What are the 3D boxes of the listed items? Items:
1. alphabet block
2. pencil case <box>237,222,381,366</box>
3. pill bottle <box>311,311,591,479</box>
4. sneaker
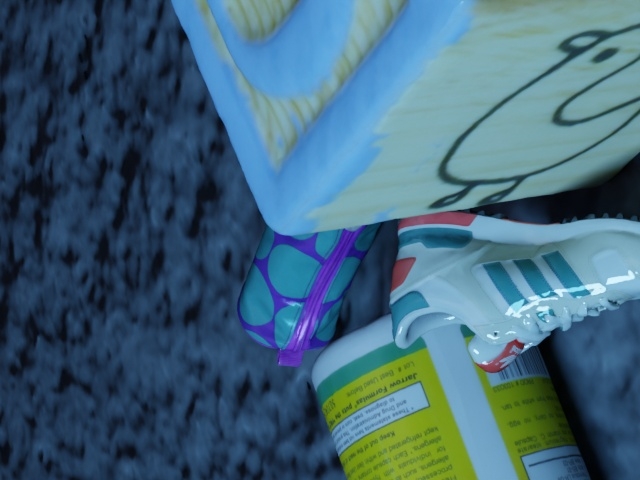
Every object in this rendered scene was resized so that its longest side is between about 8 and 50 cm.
[{"bbox_3d":[0.062,-0.136,0.778,0.192,0.197,0.193,-48,58,52],"label":"alphabet block"},{"bbox_3d":[0.000,0.000,1.033,0.151,0.065,0.070,114,151,-42],"label":"pencil case"},{"bbox_3d":[0.082,0.139,0.896,0.117,0.118,0.208,-43,63,53],"label":"pill bottle"},{"bbox_3d":[0.105,0.029,0.826,0.161,0.057,0.075,5,73,26],"label":"sneaker"}]
